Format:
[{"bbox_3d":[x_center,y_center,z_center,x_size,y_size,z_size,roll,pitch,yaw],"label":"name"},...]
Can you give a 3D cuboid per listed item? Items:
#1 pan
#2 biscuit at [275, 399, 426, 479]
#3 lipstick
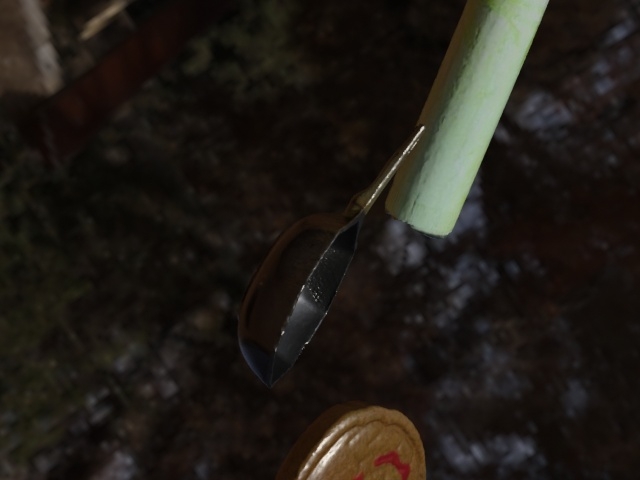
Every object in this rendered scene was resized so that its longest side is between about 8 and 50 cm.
[{"bbox_3d":[-0.001,0.007,1.243,0.202,0.048,0.128,-55,170,-27],"label":"pan"},{"bbox_3d":[0.024,0.305,1.927,0.049,0.273,0.257,30,-103,37],"label":"biscuit"},{"bbox_3d":[0.143,-0.145,1.632,0.076,0.076,0.304,-64,176,-69],"label":"lipstick"}]
